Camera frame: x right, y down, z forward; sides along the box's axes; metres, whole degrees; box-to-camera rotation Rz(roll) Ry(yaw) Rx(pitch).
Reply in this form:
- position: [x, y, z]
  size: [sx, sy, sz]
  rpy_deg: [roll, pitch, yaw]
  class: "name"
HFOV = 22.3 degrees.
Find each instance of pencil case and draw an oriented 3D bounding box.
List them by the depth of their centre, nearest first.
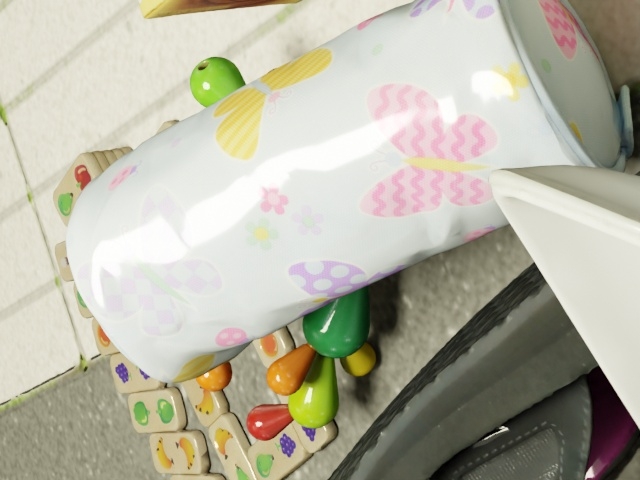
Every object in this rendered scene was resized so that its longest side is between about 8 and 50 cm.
- position: [0.009, -0.027, 0.774]
  size: [0.273, 0.113, 0.124]
  rpy_deg: [-28, 115, 26]
  class: "pencil case"

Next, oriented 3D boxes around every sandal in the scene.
- position: [0.106, 0.077, 0.730]
  size: [0.107, 0.167, 0.446]
  rpy_deg: [45, 138, 3]
  class: "sandal"

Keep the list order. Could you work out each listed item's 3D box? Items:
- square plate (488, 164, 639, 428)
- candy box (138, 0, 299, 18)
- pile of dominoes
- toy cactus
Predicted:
- position: [0.252, 0.112, 0.513]
  size: [0.344, 0.049, 0.347]
  rpy_deg: [22, 159, 45]
  class: "square plate"
- position: [-0.010, -0.176, 0.827]
  size: [0.187, 0.109, 0.053]
  rpy_deg: [-31, 76, 50]
  class: "candy box"
- position: [-0.105, 0.063, 1.063]
  size: [0.196, 0.040, 0.251]
  rpy_deg: [-47, 65, 46]
  class: "pile of dominoes"
- position: [0.000, 0.000, 0.895]
  size: [0.180, 0.112, 0.219]
  rpy_deg: [-9, 91, 32]
  class: "toy cactus"
